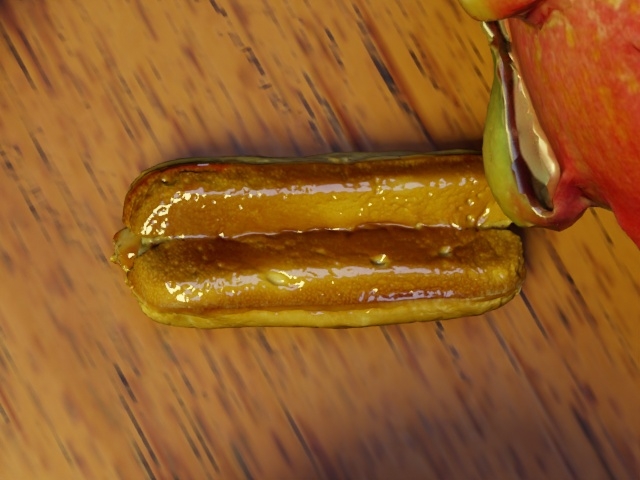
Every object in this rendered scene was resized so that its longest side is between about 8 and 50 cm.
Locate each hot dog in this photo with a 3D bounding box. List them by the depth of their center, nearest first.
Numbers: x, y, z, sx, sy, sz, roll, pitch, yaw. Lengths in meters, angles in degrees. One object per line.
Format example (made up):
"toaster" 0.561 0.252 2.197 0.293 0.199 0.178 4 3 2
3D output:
"hot dog" 0.000 0.000 0.648 0.165 0.045 0.071 -3 81 -9

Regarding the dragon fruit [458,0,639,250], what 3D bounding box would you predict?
"dragon fruit" 0.183 -0.076 0.593 0.307 0.227 0.243 29 104 -8
